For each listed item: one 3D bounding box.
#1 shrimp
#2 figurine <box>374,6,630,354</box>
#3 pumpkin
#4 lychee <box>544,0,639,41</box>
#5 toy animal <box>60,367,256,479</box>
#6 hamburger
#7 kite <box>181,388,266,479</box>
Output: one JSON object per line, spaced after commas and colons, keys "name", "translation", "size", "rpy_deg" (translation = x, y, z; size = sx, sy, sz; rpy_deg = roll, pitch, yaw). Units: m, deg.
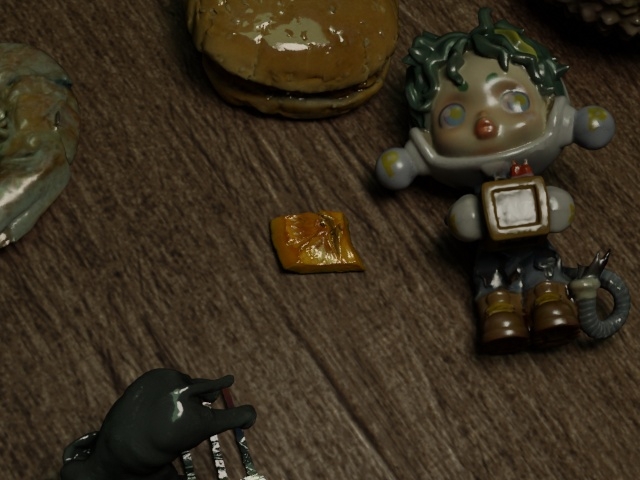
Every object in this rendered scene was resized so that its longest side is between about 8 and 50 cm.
{"name": "shrimp", "translation": [-0.392, -0.078, 1.292], "size": [0.247, 0.085, 0.360], "rpy_deg": [14, 58, 5]}
{"name": "figurine", "translation": [0.195, -0.073, 1.354], "size": [0.261, 0.186, 0.382], "rpy_deg": [-6, 70, -3]}
{"name": "pumpkin", "translation": [-0.001, 0.001, 1.354], "size": [0.101, 0.035, 0.073], "rpy_deg": [-5, 67, -17]}
{"name": "lychee", "translation": [0.443, -0.421, 1.488], "size": [0.432, 0.380, 0.380], "rpy_deg": [-37, 75, -6]}
{"name": "toy animal", "translation": [-0.180, 0.209, 1.156], "size": [0.269, 0.137, 0.082], "rpy_deg": [-42, 61, 18]}
{"name": "hamburger", "translation": [-0.033, -0.288, 1.435], "size": [0.259, 0.144, 0.283], "rpy_deg": [-5, 59, -11]}
{"name": "kite", "translation": [-0.100, 0.251, 1.217], "size": [0.127, 0.016, 0.229], "rpy_deg": [-13, 67, -21]}
